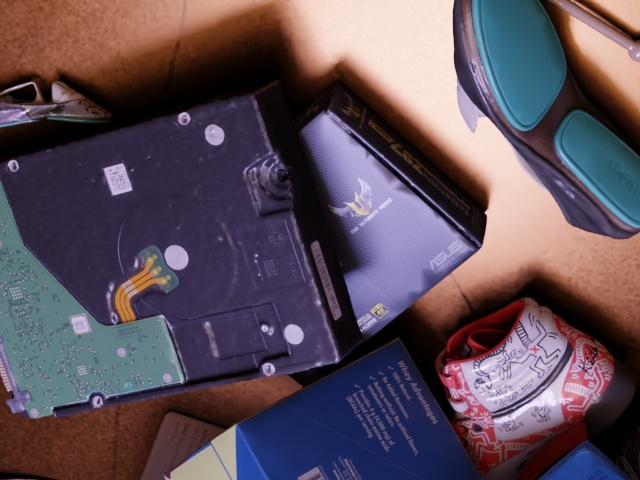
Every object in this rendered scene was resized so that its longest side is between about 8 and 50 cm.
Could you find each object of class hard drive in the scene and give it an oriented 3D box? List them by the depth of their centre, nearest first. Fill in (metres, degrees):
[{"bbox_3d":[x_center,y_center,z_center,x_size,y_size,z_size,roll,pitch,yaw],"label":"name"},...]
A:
[{"bbox_3d":[-0.152,0.016,1.516,0.339,0.064,0.237,-14,101,27],"label":"hard drive"}]

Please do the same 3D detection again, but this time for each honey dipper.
[{"bbox_3d":[0.196,-0.188,1.411,0.161,0.030,0.030,28,122,-12],"label":"honey dipper"}]

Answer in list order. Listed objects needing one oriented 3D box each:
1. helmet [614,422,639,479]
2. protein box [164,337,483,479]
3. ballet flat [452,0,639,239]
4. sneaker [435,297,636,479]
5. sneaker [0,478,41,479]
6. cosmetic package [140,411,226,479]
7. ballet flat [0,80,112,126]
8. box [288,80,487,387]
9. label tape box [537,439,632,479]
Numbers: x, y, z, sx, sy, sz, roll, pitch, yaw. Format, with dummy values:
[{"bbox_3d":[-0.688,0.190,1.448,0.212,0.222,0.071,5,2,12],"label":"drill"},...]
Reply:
[{"bbox_3d":[0.342,0.227,1.574,0.162,0.169,0.169,8,124,-16],"label":"helmet"},{"bbox_3d":[0.016,0.226,1.539,0.136,0.201,0.199,-38,80,49],"label":"protein box"},{"bbox_3d":[0.166,-0.102,1.426,0.096,0.095,0.280,0,134,52],"label":"ballet flat"},{"bbox_3d":[0.142,0.164,1.605,0.145,0.090,0.270,38,117,-13],"label":"sneaker"},{"bbox_3d":[-0.222,0.365,1.737,0.316,0.182,0.127,24,121,-5],"label":"sneaker"},{"bbox_3d":[-0.092,0.286,1.682,0.184,0.151,0.151,18,124,-1],"label":"cosmetic package"},{"bbox_3d":[-0.235,-0.117,1.524,0.114,0.041,0.041,-2,121,10],"label":"ballet flat"},{"bbox_3d":[0.000,0.000,1.542,0.183,0.059,0.233,42,120,-15],"label":"box"},{"bbox_3d":[0.180,0.360,1.567,0.106,0.241,0.333,41,156,30],"label":"label tape box"}]
